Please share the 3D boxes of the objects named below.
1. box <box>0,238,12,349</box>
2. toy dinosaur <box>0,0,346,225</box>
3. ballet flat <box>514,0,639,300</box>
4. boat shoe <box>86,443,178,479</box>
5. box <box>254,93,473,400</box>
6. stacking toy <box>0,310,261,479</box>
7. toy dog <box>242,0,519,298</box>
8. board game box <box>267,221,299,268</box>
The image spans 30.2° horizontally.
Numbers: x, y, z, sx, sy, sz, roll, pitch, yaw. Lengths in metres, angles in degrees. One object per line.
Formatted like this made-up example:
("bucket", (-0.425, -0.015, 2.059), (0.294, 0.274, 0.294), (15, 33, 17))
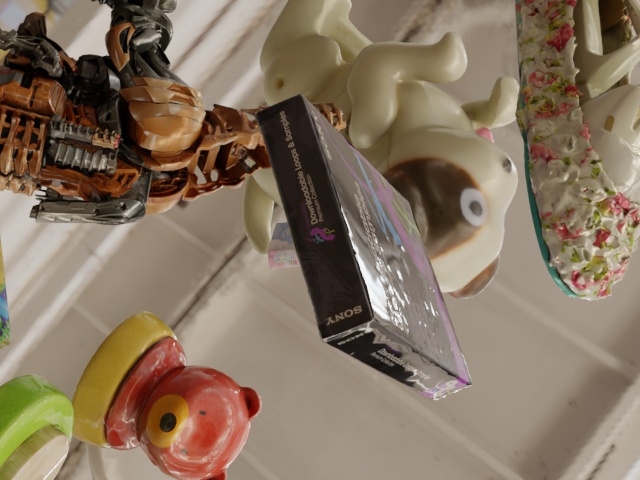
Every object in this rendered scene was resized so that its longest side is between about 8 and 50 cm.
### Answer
("box", (-0.508, -0.016, 1.298), (0.177, 0.279, 0.290), (-29, -126, 16))
("toy dinosaur", (-0.142, -0.081, 0.820), (0.164, 0.322, 0.218), (-49, -134, 24))
("ballet flat", (0.152, -0.086, 0.659), (0.077, 0.091, 0.241), (-25, -126, 38))
("boat shoe", (-0.263, 0.321, 1.549), (0.158, 0.341, 0.127), (7, -149, 41))
("box", (0.025, 0.010, 0.582), (0.029, 0.162, 0.116), (-24, -113, 16))
("stacking toy", (-0.182, 0.230, 0.920), (0.130, 0.279, 0.309), (27, -77, 16))
("toy dog", (0.077, -0.101, 1.515), (0.395, 0.284, 0.408), (-45, -134, -1))
("board game box", (0.000, 0.000, 1.085), (0.090, 0.020, 0.090), (-7, -163, 5))
